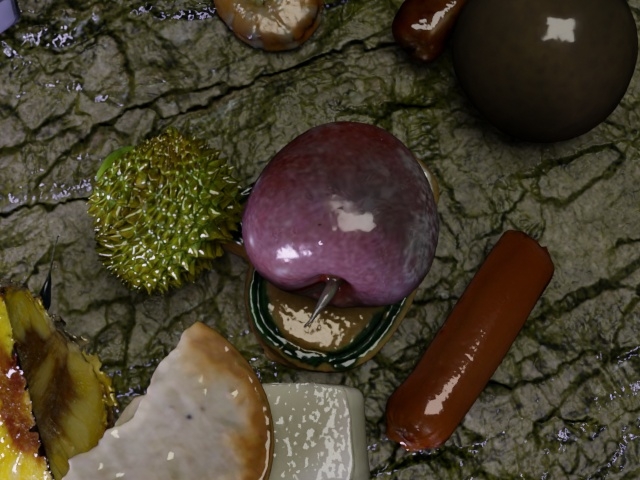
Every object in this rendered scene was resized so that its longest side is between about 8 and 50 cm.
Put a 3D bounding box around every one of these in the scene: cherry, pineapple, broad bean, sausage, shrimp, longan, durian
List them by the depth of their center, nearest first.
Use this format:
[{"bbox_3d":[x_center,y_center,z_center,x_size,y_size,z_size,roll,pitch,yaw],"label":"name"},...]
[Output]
[{"bbox_3d":[-0.352,0.186,1.394,0.158,0.161,0.334,-27,97,-53],"label":"pineapple"},{"bbox_3d":[0.027,-0.021,1.399,0.236,0.213,0.285,25,61,-10],"label":"cherry"},{"bbox_3d":[-0.194,-0.031,1.422,0.200,0.237,0.176,-37,89,-22],"label":"durian"},{"bbox_3d":[0.203,0.126,1.503,0.097,0.094,0.348,37,71,-1],"label":"sausage"},{"bbox_3d":[0.302,-0.254,1.553,0.258,0.258,0.258,2,73,-8],"label":"longan"},{"bbox_3d":[0.165,-0.328,1.624,0.165,0.114,0.084,-51,123,-13],"label":"broad bean"},{"bbox_3d":[-0.095,-0.399,1.639,0.152,0.063,0.287,-21,79,-2],"label":"shrimp"}]

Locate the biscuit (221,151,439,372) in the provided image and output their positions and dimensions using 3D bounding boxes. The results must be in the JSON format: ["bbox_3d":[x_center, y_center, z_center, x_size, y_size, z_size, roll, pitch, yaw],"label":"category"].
[{"bbox_3d":[0.000,-0.001,1.530,0.287,0.057,0.344,23,71,-1],"label":"biscuit"}]

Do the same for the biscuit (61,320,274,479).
[{"bbox_3d":[-0.164,0.260,1.284,0.204,0.040,0.309,35,75,16],"label":"biscuit"}]

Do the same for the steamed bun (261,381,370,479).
[{"bbox_3d":[-0.062,0.250,1.386,0.242,0.164,0.146,-5,73,5],"label":"steamed bun"}]

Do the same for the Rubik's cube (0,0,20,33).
[{"bbox_3d":[-0.590,-0.358,1.422,0.301,0.304,0.305,-40,84,-17],"label":"Rubik's cube"}]
